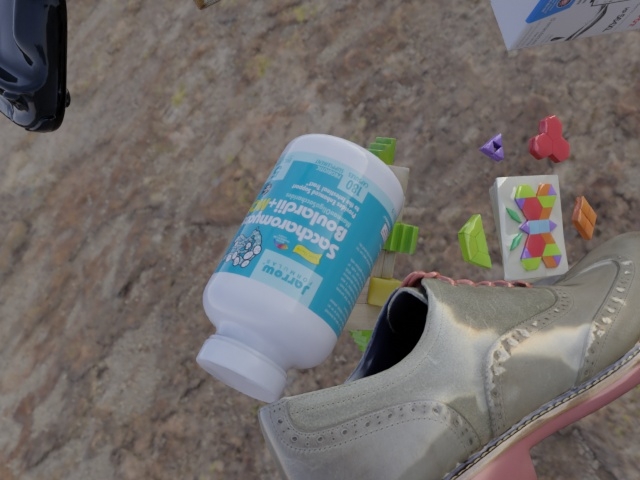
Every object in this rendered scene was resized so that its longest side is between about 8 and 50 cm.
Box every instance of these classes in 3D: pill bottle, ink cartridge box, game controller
[{"bbox_3d":[-0.026,0.030,0.828,0.146,0.146,0.264,0,56,49],"label":"pill bottle"},{"bbox_3d":[0.344,-0.328,1.015,0.148,0.203,0.086,115,142,-71],"label":"ink cartridge box"},{"bbox_3d":[-0.347,-0.234,0.835,0.319,0.067,0.167,34,116,38],"label":"game controller"}]

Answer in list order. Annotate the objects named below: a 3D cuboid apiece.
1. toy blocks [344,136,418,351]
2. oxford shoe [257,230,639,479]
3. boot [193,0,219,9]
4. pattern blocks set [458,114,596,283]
[{"bbox_3d":[0.000,0.000,1.343,0.190,0.260,0.382,18,100,56],"label":"toy blocks"},{"bbox_3d":[0.115,0.059,0.495,0.348,0.130,0.123,-31,-7,-37],"label":"oxford shoe"},{"bbox_3d":[-0.153,-0.271,0.529,0.236,0.269,0.089,-38,10,4],"label":"boot"},{"bbox_3d":[0.347,-0.022,1.304,0.285,0.325,0.026,-22,7,-27],"label":"pattern blocks set"}]
